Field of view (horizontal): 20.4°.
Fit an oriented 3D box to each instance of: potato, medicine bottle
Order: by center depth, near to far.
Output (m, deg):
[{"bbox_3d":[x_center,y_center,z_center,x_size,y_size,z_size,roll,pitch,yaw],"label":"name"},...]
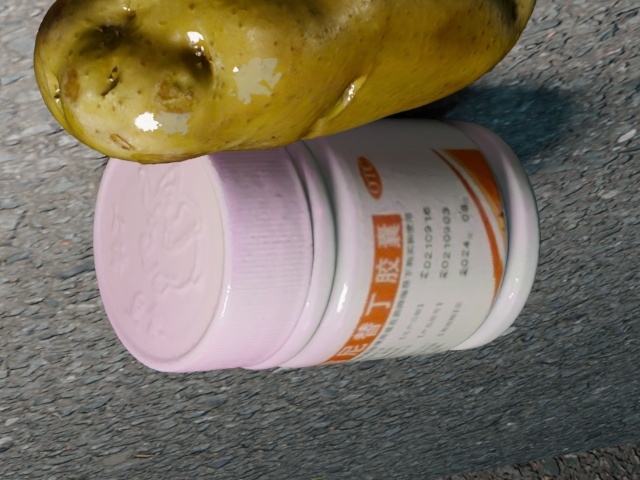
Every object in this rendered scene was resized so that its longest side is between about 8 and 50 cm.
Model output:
[{"bbox_3d":[-0.015,-0.140,1.144,0.369,0.176,0.195,-13,143,-39],"label":"potato"},{"bbox_3d":[0.000,0.000,1.437,0.316,0.202,0.202,-3,155,-37],"label":"medicine bottle"}]
